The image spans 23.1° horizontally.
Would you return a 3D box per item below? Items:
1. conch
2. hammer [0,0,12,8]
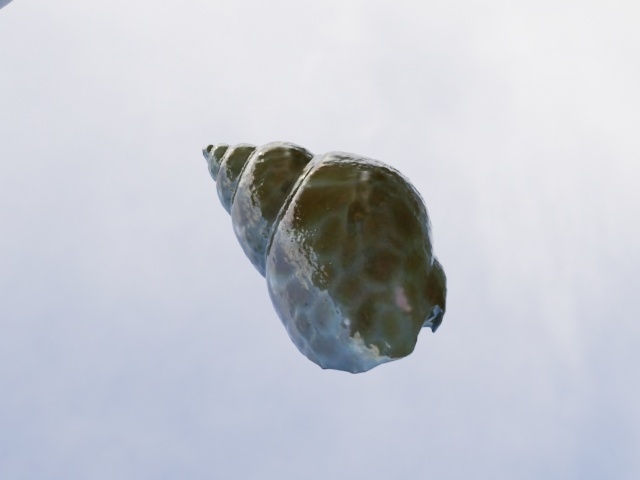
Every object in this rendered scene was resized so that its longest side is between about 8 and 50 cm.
[{"bbox_3d":[0.011,0.000,0.956,0.106,0.116,0.173,45,-159,-42],"label":"conch"},{"bbox_3d":[-0.119,-0.100,0.258,0.202,0.305,0.113,-38,-93,-24],"label":"hammer"}]
